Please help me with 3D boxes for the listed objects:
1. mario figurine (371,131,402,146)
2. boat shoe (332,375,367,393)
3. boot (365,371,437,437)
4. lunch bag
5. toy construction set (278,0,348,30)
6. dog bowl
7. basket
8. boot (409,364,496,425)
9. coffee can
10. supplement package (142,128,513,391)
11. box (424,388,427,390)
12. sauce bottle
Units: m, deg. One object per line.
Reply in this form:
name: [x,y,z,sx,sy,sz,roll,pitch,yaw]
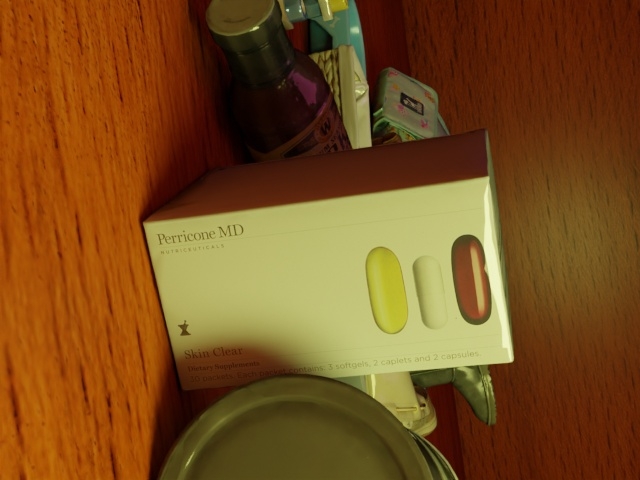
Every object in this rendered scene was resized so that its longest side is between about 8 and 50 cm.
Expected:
mario figurine: [0.170,-0.047,1.817,0.320,0.170,0.198,59,44,-28]
boat shoe: [0.014,0.080,1.050,0.105,0.113,0.306,-86,168,-66]
boot: [0.100,0.188,1.288,0.262,0.095,0.203,-15,97,-70]
lunch bag: [0.192,-0.231,1.973,0.223,0.160,0.262,-80,148,-47]
toy construction set: [-0.035,-0.434,1.086,0.215,0.151,0.327,-66,158,-67]
dog bowl: [0.027,-0.266,1.409,0.166,0.074,0.297,59,25,-62]
basket: [0.009,-0.159,1.186,0.113,0.103,0.167,56,30,-65]
boot: [0.169,0.229,1.438,0.076,0.208,0.189,-86,161,-82]
coffee can: [0.009,0.229,0.715,0.275,0.201,0.201,53,31,-68]
supplement package: [0.020,0.009,0.746,0.204,0.262,0.145,-60,141,-71]
box: [0.165,0.193,1.809,0.322,0.058,0.232,72,16,-44]
sauce bottle: [-0.034,-0.126,0.956,0.344,0.111,0.111,62,24,-56]
